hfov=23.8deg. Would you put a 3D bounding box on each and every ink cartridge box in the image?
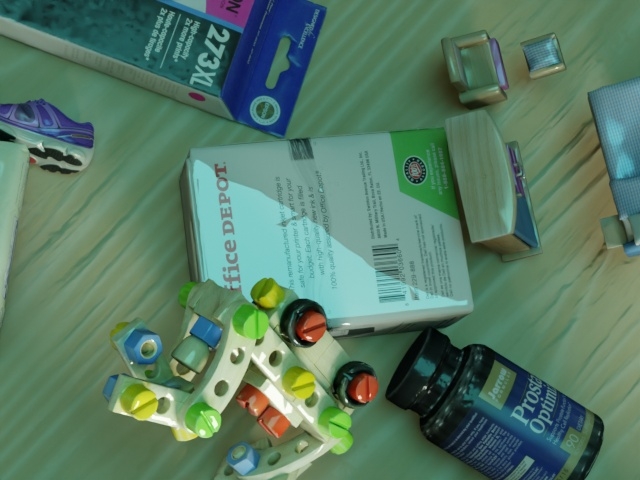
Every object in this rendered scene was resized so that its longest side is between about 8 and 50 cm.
[{"bbox_3d":[-0.183,-0.261,1.708,0.371,0.069,0.175,21,74,-9],"label":"ink cartridge box"},{"bbox_3d":[0.000,0.000,1.652,0.289,0.121,0.211,-5,78,-13],"label":"ink cartridge box"}]

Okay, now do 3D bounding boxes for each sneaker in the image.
[{"bbox_3d":[-0.328,-0.127,1.653,0.170,0.068,0.071,20,59,-16],"label":"sneaker"}]

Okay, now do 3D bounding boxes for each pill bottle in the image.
[{"bbox_3d":[0.186,0.189,1.649,0.219,0.123,0.122,32,73,-4],"label":"pill bottle"}]

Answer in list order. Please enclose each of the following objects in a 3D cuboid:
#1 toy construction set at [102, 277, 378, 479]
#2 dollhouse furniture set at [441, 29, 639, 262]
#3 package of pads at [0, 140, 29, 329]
[{"bbox_3d":[-0.069,0.161,1.503,0.151,0.327,0.215,26,69,37],"label":"toy construction set"},{"bbox_3d":[0.303,-0.132,1.647,0.303,0.198,0.286,-14,80,14],"label":"dollhouse furniture set"},{"bbox_3d":[-0.465,-0.004,1.566,0.297,0.101,0.229,9,74,-9],"label":"package of pads"}]
